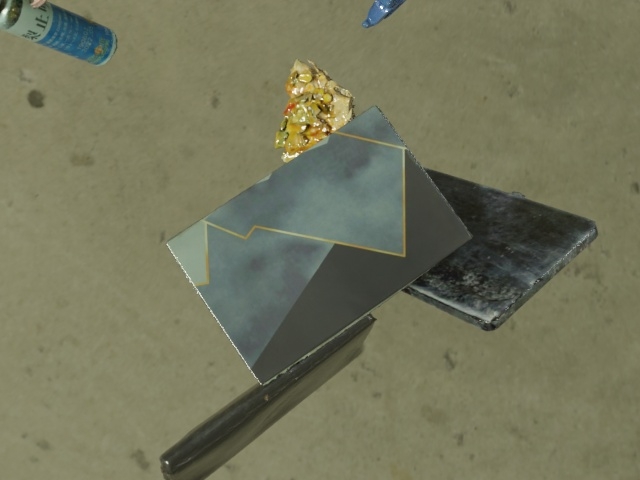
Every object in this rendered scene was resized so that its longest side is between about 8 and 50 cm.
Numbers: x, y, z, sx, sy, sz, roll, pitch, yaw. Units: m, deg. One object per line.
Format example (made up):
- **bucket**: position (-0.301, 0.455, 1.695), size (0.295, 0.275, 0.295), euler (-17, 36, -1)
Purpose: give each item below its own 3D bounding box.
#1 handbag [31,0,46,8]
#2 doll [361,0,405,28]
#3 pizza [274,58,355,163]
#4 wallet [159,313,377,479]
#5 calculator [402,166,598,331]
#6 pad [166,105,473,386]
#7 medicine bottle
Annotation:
- **handbag**: position (-0.262, -0.342, 0.962), size (0.205, 0.179, 0.116), euler (-19, 118, 39)
- **doll**: position (0.145, -0.423, 1.526), size (0.206, 0.110, 0.067), euler (-44, 90, 15)
- **pizza**: position (-0.010, -0.247, 1.740), size (0.147, 0.069, 0.226), euler (2, 72, 20)
- **wallet**: position (-0.067, 0.204, 1.195), size (0.044, 0.321, 0.170), euler (48, 161, 17)
- **calculator**: position (0.129, -0.002, 0.921), size (0.261, 0.161, 0.021), euler (26, 147, 50)
- **pad**: position (0.000, 0.000, 0.862), size (0.243, 0.004, 0.164), euler (-34, 80, -7)
- **medicine bottle**: position (-0.316, -0.248, 1.062), size (0.051, 0.191, 0.051), euler (-4, 81, 31)
